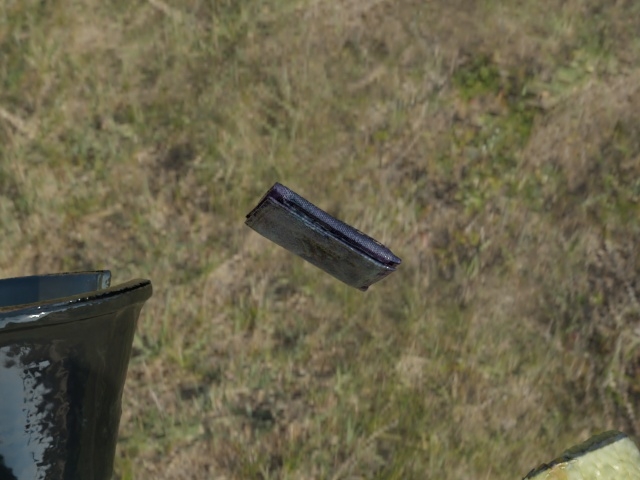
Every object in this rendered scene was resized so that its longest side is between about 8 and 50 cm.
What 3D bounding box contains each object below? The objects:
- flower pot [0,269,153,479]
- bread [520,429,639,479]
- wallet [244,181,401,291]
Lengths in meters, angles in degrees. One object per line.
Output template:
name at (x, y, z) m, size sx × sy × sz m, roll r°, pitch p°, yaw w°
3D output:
flower pot at (-0.384, 0.180, 1.495) m, size 0.380 × 0.379 × 0.251 m, roll -5°, pitch 96°, yaw -4°
bread at (0.236, 0.306, 1.239) m, size 0.266 × 0.142 × 0.178 m, roll -13°, pitch 89°, yaw -40°
wallet at (0.001, -0.001, 1.372) m, size 0.166 × 0.111 × 0.030 m, roll 31°, pitch 68°, yaw -9°
